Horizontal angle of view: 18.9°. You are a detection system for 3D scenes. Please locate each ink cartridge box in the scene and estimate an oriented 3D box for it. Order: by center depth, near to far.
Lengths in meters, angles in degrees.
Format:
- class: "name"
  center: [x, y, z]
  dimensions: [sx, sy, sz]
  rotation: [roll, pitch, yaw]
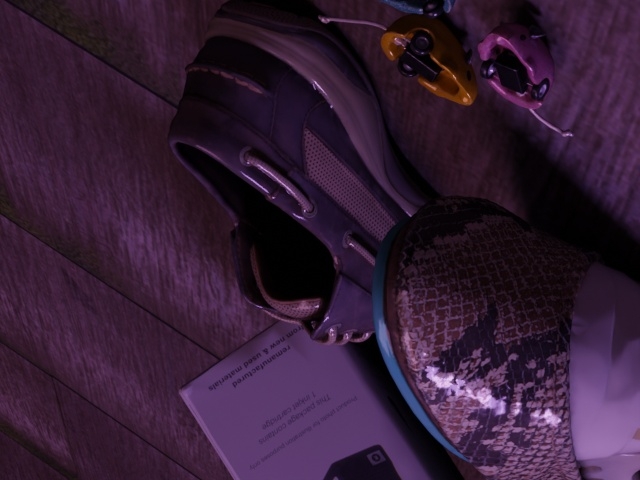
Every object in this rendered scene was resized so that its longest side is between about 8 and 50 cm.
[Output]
- class: "ink cartridge box"
  center: [0.051, 0.215, 1.420]
  dimensions: [0.307, 0.129, 0.223]
  rotation: [57, -177, 18]

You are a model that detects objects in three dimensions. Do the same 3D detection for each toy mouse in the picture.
- class: "toy mouse"
  center: [0.078, -0.118, 1.025]
  dimensions: [0.161, 0.031, 0.143]
  rotation: [34, 160, 8]

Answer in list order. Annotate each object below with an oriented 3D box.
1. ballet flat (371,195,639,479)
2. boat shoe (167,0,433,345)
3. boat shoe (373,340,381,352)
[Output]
- class: "ballet flat"
  center: [0.180, 0.113, 1.228]
  dimensions: [0.182, 0.164, 0.483]
  rotation: [4, 153, 21]
- class: "boat shoe"
  center: [0.000, 0.000, 1.266]
  dimensions: [0.132, 0.130, 0.355]
  rotation: [16, 151, 46]
- class: "boat shoe"
  center: [0.095, 0.105, 1.458]
  dimensions: [0.135, 0.045, 0.050]
  rotation: [40, 160, -7]
